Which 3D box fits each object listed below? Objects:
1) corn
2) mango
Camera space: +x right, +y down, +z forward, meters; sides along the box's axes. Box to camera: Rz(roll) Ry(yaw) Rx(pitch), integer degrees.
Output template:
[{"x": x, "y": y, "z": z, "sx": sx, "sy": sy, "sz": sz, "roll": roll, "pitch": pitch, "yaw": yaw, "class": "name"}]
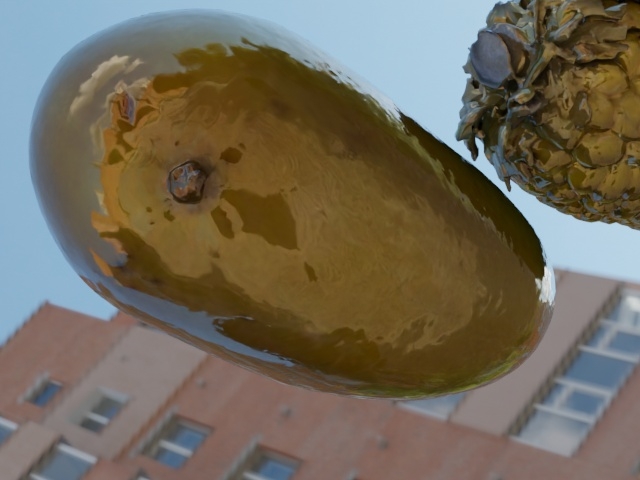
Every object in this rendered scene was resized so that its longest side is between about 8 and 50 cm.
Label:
[{"x": 0.195, "y": -0.046, "z": 0.727, "sx": 0.318, "sy": 0.115, "sz": 0.115, "roll": 14, "pitch": -92, "yaw": -31, "class": "corn"}, {"x": 0.000, "y": 0.000, "z": 0.563, "sx": 0.251, "sy": 0.156, "sz": 0.114, "roll": 33, "pitch": -97, "yaw": -45, "class": "mango"}]
